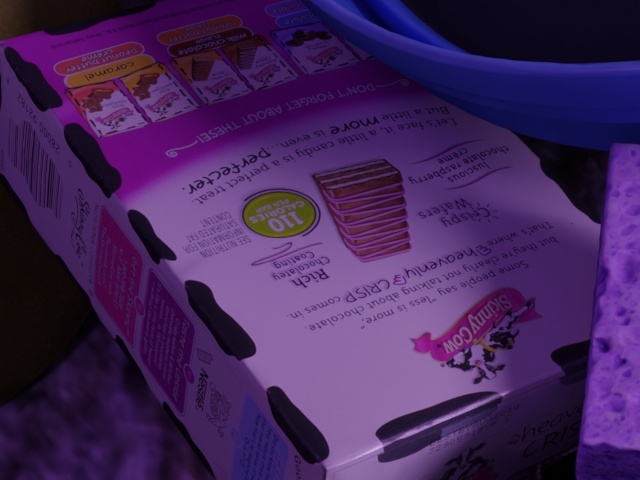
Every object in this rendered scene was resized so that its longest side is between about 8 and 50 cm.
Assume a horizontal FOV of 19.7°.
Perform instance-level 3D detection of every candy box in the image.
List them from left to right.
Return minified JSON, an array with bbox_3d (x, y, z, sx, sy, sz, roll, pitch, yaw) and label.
[{"bbox_3d":[0.000,0.000,0.681,0.159,0.071,0.233,-18,49,-28],"label":"candy box"}]

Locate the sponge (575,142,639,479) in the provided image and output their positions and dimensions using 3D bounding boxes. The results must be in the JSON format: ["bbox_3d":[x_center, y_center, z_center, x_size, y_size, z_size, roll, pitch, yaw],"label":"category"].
[{"bbox_3d":[0.188,0.032,0.575,0.210,0.031,0.117,6,56,11],"label":"sponge"}]

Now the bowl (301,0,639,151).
[{"bbox_3d":[0.151,-0.202,0.682,0.391,0.077,0.391,-14,55,21],"label":"bowl"}]

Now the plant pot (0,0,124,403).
[{"bbox_3d":[-0.265,-0.056,0.737,0.275,0.293,0.274,-2,85,28],"label":"plant pot"}]

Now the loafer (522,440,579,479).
[{"bbox_3d":[0.073,0.110,0.606,0.220,0.078,0.080,-42,55,-14],"label":"loafer"}]

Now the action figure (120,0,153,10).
[{"bbox_3d":[-0.170,-0.158,0.897,0.232,0.063,0.137,20,84,31],"label":"action figure"}]
